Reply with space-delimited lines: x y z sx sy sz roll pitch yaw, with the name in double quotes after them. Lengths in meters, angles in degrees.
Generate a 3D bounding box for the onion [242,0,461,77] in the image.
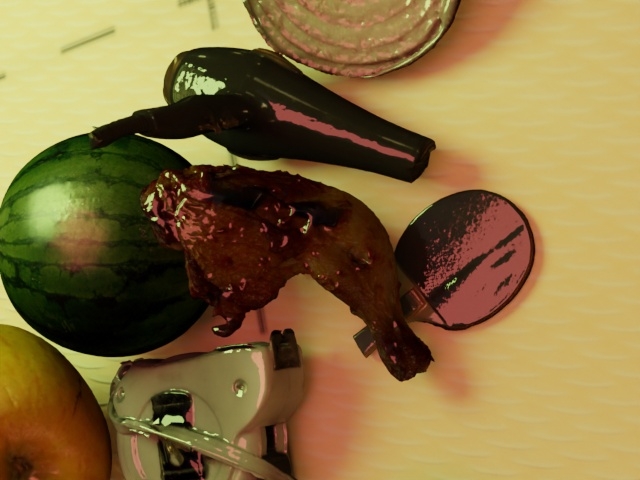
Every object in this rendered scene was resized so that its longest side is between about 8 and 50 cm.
0.045 -0.301 1.078 0.250 0.111 0.247 6 109 15 "onion"

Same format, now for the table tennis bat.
0.119 0.040 1.049 0.220 0.019 0.130 -42 69 14 "table tennis bat"

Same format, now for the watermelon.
-0.224 0.004 1.092 0.242 0.242 0.242 -3 84 24 "watermelon"

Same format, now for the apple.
-0.360 0.232 1.109 0.233 0.286 0.285 8 88 46 "apple"

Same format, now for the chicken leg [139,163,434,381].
-0.024 0.021 1.001 0.323 0.083 0.177 16 79 -13 "chicken leg"

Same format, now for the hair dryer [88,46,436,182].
-0.081 -0.101 0.977 0.304 0.359 0.120 25 112 21 "hair dryer"

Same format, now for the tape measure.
-0.124 0.208 1.092 0.236 0.120 0.197 -12 82 27 "tape measure"
